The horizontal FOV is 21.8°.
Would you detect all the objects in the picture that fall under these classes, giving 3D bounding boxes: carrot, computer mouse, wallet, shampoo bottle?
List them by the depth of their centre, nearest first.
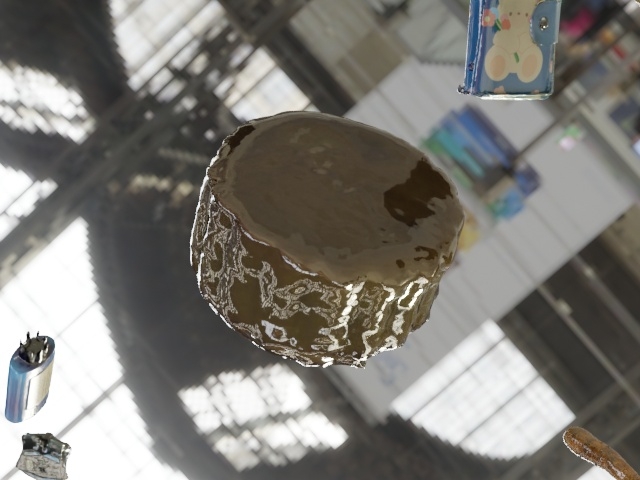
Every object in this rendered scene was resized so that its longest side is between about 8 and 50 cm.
[{"bbox_3d":[0.241,-0.277,2.079,0.141,0.202,0.059,-4,-166,-34],"label":"wallet"},{"bbox_3d":[0.381,0.292,2.201,0.036,0.035,0.165,37,178,-42],"label":"carrot"},{"bbox_3d":[-0.389,0.298,2.353,0.079,0.135,0.047,12,-123,-1],"label":"computer mouse"},{"bbox_3d":[-0.444,0.204,2.549,0.050,0.183,0.087,37,-128,16],"label":"shampoo bottle"}]

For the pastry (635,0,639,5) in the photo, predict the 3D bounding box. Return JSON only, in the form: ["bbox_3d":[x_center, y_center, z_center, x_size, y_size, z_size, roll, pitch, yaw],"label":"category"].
[{"bbox_3d":[0.469,-0.355,1.860,0.329,0.330,0.136,48,-159,2],"label":"pastry"}]

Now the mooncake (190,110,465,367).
[{"bbox_3d":[0.001,-0.001,2.012,0.324,0.187,0.324,9,-141,-8],"label":"mooncake"}]
